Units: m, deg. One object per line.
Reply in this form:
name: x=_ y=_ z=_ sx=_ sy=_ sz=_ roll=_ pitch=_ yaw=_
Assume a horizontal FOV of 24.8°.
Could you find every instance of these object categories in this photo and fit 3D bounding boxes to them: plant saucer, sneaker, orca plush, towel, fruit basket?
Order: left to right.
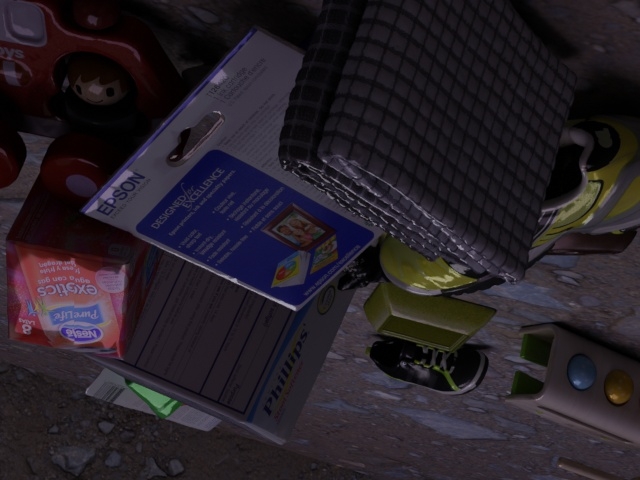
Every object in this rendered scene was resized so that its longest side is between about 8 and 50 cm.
fruit basket: x=-0.180 y=0.181 z=2.441 sx=0.327 sy=0.165 sz=0.353 roll=-42 pitch=151 yaw=15
orca plush: x=0.000 y=0.000 z=1.847 sx=0.151 sy=0.102 sz=0.287 roll=28 pitch=159 yaw=24
sneaker: x=0.177 y=0.213 z=2.517 sx=0.235 sy=0.084 sz=0.097 roll=-1 pitch=156 yaw=40
plant saucer: x=0.168 y=0.129 z=2.327 sx=0.188 sy=0.045 sz=0.188 roll=15 pitch=163 yaw=-4
towel: x=0.097 y=-0.119 z=1.296 sx=0.121 sy=0.235 sz=0.284 roll=3 pitch=159 yaw=42
sneaker: x=0.193 y=-0.049 z=1.531 sx=0.147 sy=0.145 sz=0.385 roll=15 pitch=149 yaw=-41
plant saucer: x=0.300 y=0.002 z=1.768 sx=0.168 sy=0.029 sz=0.168 roll=1 pitch=176 yaw=0

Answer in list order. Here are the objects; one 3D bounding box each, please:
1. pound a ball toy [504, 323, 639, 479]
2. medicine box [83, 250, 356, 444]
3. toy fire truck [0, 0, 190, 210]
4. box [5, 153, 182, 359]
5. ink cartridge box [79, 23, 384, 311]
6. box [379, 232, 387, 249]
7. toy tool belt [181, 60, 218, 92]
pound a ball toy: x=0.451 y=0.280 z=2.308 sx=0.319 sy=0.208 sz=0.136 roll=24 pitch=160 yaw=-27
medicine box: x=-0.139 y=0.107 z=2.046 sx=0.289 sy=0.263 sz=0.149 roll=20 pitch=168 yaw=26
toy fire truck: x=-0.292 y=-0.181 z=1.558 sx=0.302 sy=0.169 sz=0.254 roll=12 pitch=143 yaw=6
box: x=-0.260 y=-0.019 z=1.716 sx=0.142 sy=0.300 sz=0.154 roll=10 pitch=128 yaw=2
ink cartridge box: x=-0.047 y=-0.081 z=1.554 sx=0.307 sy=0.072 sz=0.303 roll=28 pitch=124 yaw=-32
box: x=0.102 y=-0.005 z=1.937 sx=0.087 sy=0.058 sz=0.232 roll=17 pitch=162 yaw=-8
toy tool belt: x=-0.123 y=-0.171 z=1.604 sx=0.051 sy=0.052 sz=0.083 roll=-28 pitch=174 yaw=-12
